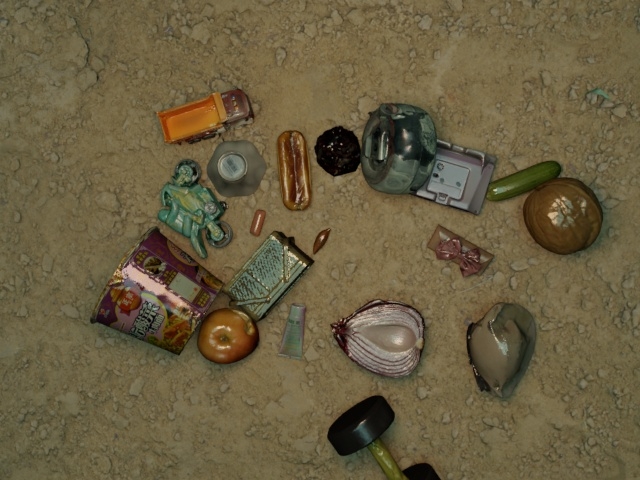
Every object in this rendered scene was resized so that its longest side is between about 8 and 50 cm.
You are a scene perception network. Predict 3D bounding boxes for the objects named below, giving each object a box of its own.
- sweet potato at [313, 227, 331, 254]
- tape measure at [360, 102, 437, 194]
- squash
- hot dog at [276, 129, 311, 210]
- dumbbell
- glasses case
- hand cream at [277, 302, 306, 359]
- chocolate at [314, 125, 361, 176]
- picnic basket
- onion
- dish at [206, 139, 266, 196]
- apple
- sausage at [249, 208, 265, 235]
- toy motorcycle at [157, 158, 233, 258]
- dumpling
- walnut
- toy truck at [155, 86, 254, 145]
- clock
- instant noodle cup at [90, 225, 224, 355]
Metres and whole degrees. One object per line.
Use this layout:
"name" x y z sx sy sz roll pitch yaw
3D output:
"sweet potato" 0.000 0.000 1.773 0.034 0.034 0.095 32 91 4
"tape measure" 0.208 -0.260 1.647 0.147 0.275 0.256 1 96 -22
"squash" 0.597 -0.175 1.706 0.239 0.069 0.069 -22 88 -2
"hot dog" -0.080 -0.214 1.762 0.100 0.068 0.249 -5 92 -9
"dumbbell" 0.188 0.634 1.673 0.204 0.204 0.322 -36 87 3
"glasses case" 0.411 0.041 1.723 0.194 0.070 0.102 30 93 4
"hand cream" -0.082 0.281 1.777 0.076 0.047 0.174 10 99 4
"chocolate" 0.046 -0.275 1.722 0.156 0.133 0.156 0 90 7
"picnic basket" -0.153 0.106 1.718 0.139 0.165 0.266 42 92 5
"onion" 0.167 0.275 1.715 0.284 0.120 0.226 13 93 1
"dish" -0.266 -0.224 1.777 0.191 0.066 0.190 0 90 4
"apple" -0.279 0.284 1.720 0.199 0.199 0.199 0 90 4
"sausage" -0.194 -0.055 1.787 0.034 0.034 0.083 17 90 4
"toy motorcycle" -0.398 -0.089 1.768 0.198 0.109 0.296 -33 87 7
"dumpling" 0.522 0.309 1.686 0.164 0.205 0.292 1 108 34
"walnut" 0.689 -0.067 1.636 0.228 0.228 0.227 0 90 4
"toy truck" -0.344 -0.374 1.748 0.271 0.135 0.114 -17 88 4
"clock" 0.385 -0.194 1.720 0.254 0.083 0.186 17 92 4
"instant noodle cup" -0.457 0.165 1.675 0.266 0.340 0.339 33 92 -4
